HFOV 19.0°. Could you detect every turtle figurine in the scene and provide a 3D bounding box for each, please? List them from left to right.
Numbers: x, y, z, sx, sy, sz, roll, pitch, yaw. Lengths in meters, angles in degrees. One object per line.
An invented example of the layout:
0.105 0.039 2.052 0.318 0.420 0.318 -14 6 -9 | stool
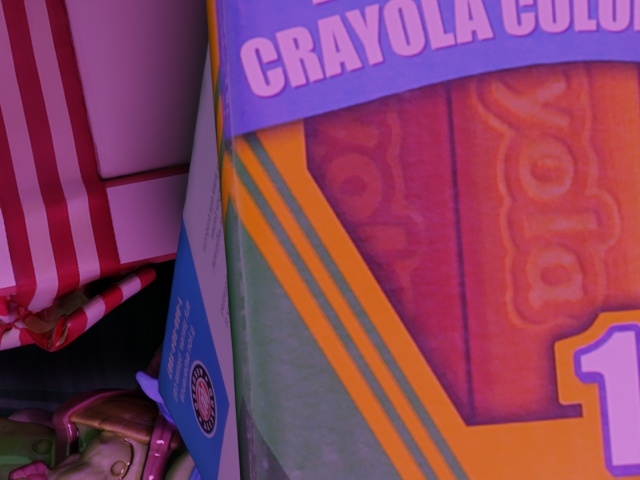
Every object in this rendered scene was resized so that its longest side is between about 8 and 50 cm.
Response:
-0.147 0.182 1.073 0.266 0.198 0.274 15 116 49 | turtle figurine

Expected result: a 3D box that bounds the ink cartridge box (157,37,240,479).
0.061 0.085 0.699 0.307 0.129 0.223 60 150 36 | ink cartridge box

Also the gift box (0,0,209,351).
-0.206 -0.061 1.066 0.255 0.276 0.258 172 85 -72 | gift box

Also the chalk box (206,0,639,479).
0.062 -0.079 0.474 0.179 0.180 0.288 79 -174 -89 | chalk box
